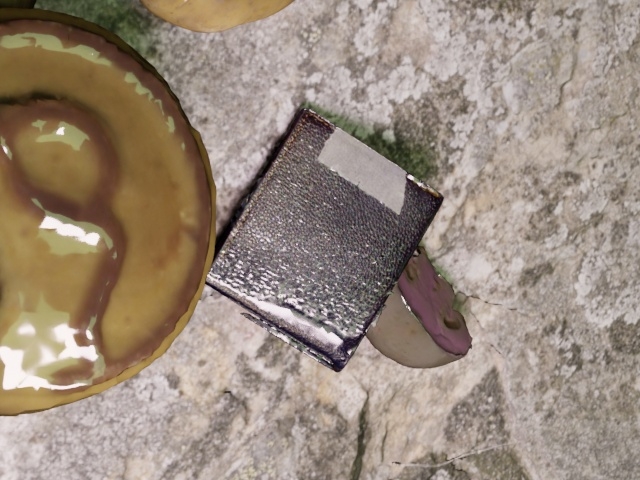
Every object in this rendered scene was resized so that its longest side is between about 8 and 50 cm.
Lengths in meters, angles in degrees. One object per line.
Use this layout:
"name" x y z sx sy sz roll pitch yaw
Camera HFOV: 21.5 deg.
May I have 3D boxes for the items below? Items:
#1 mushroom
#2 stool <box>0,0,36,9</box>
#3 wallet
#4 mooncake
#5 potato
"mushroom" 0.109 0.092 2.206 0.117 0.141 0.188 -27 112 15
"stool" -0.333 -0.380 1.708 0.179 0.179 0.264 19 95 -36
"wallet" 0.000 0.000 2.088 0.221 0.071 0.262 32 84 -5
"mooncake" -0.305 -0.027 1.704 0.394 0.246 0.393 39 73 -17
"potato" -0.119 -0.320 1.913 0.235 0.128 0.161 -19 132 -32
